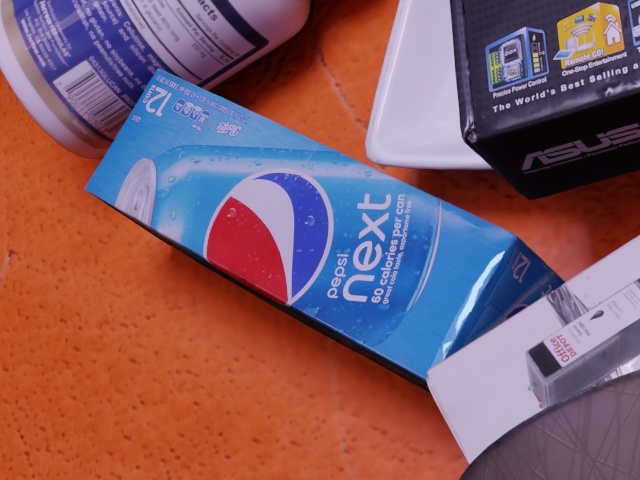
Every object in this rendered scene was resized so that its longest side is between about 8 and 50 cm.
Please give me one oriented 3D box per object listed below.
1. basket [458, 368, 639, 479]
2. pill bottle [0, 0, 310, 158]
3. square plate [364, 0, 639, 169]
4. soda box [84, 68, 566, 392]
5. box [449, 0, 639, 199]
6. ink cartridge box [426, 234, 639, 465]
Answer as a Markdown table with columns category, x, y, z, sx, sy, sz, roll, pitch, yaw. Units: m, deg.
| category | x | y | z | sx | sy | sz | roll | pitch | yaw |
| --- | --- | --- | --- | --- | --- | --- | --- | --- | --- |
| basket | 0.126 | 0.168 | 0.470 | 0.204 | 0.154 | 0.227 | -27 | 43 | 36 |
| pill bottle | -0.064 | -0.119 | 0.789 | 0.169 | 0.094 | 0.094 | -31 | 56 | 16 |
| square plate | 0.210 | -0.175 | 0.673 | 0.347 | 0.049 | 0.344 | 4 | 71 | 33 |
| soda box | 0.000 | 0.000 | 0.709 | 0.210 | 0.071 | 0.067 | 27 | 84 | 37 |
| box | 0.175 | -0.153 | 0.615 | 0.270 | 0.060 | 0.216 | -15 | 62 | 26 |
| ink cartridge box | 0.121 | 0.047 | 0.594 | 0.135 | 0.099 | 0.056 | -35 | 56 | 15 |
